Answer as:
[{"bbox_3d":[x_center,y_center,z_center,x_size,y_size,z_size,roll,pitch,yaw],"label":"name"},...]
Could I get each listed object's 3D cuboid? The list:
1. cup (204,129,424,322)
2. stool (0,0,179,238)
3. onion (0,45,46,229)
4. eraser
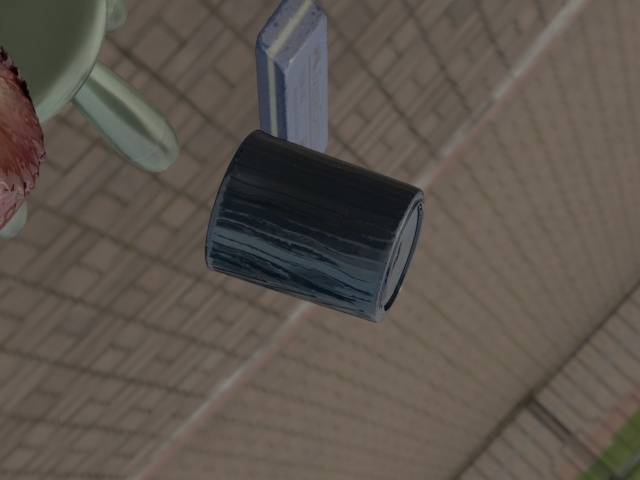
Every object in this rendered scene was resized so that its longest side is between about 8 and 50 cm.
[{"bbox_3d":[0.003,-0.010,1.227,0.150,0.138,0.113,-18,126,-76],"label":"cup"},{"bbox_3d":[-0.231,-0.132,1.255,0.195,0.195,0.198,-24,157,5],"label":"stool"},{"bbox_3d":[-0.287,-0.070,0.968,0.163,0.230,0.230,-34,170,23],"label":"onion"},{"bbox_3d":[-0.026,-0.137,1.531,0.082,0.036,0.225,-56,161,-29],"label":"eraser"}]
